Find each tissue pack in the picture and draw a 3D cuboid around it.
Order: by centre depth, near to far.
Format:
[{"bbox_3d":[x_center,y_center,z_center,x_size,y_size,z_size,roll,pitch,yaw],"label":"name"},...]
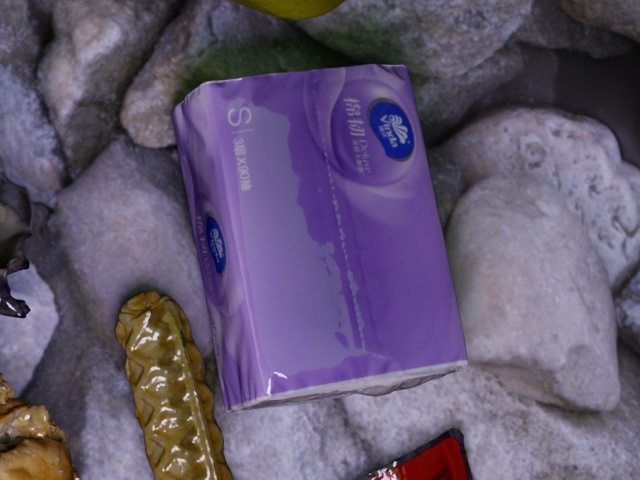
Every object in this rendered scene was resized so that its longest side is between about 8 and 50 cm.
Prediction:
[{"bbox_3d":[0.000,0.000,2.008,0.242,0.160,0.338,-9,82,-20],"label":"tissue pack"}]

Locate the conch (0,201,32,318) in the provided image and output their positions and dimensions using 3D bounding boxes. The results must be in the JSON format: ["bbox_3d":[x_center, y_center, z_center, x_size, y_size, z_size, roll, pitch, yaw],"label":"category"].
[{"bbox_3d":[-0.411,-0.029,1.879,0.313,0.186,0.240,34,60,11],"label":"conch"}]

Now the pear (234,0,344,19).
[{"bbox_3d":[-0.048,-0.382,2.013,0.294,0.294,0.294,4,78,-19],"label":"pear"}]

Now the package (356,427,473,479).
[{"bbox_3d":[0.064,0.328,2.015,0.269,0.071,0.194,-18,108,-21],"label":"package"}]

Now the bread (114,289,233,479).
[{"bbox_3d":[-0.133,0.228,1.964,0.077,0.084,0.367,-17,83,18],"label":"bread"}]

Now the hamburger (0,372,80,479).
[{"bbox_3d":[-0.349,0.225,1.815,0.245,0.260,0.211,-43,83,21],"label":"hamburger"}]
